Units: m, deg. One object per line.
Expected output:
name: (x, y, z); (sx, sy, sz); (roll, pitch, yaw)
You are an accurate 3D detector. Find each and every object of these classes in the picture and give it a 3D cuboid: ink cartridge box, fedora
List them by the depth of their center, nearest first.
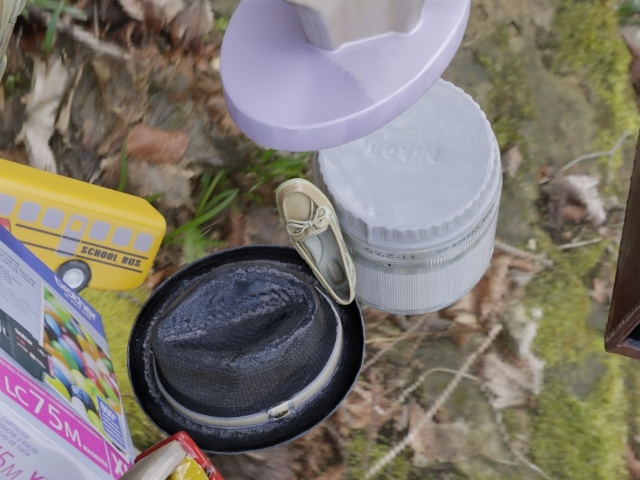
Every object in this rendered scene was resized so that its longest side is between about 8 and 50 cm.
ink cartridge box: (-0.236, 0.087, 1.049); (0.065, 0.311, 0.186); (-37, 128, 5)
fedora: (-0.109, 0.123, 1.760); (0.334, 0.152, 0.334); (-2, 66, 5)

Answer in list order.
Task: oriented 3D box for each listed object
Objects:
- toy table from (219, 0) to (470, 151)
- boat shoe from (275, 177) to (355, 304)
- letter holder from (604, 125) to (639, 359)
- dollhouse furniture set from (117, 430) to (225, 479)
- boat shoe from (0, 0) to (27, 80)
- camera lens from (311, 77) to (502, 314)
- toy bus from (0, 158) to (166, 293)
toy table: (0.023, -0.215, 0.996); (0.252, 0.161, 0.274); (11, 50, 13)
boat shoe: (-0.002, 0.001, 1.417); (0.056, 0.048, 0.153); (-22, 120, 3)
letter holder: (0.271, -0.094, 0.684); (0.152, 0.214, 0.302); (15, 65, 2)
dollhouse furniture set: (-0.028, 0.305, 0.941); (0.374, 0.201, 0.152); (52, 44, -4)
boat shoe: (-0.180, -0.093, 0.579); (0.104, 0.285, 0.089); (36, 60, -18)
camera lens: (0.103, -0.048, 1.562); (0.219, 0.274, 0.219); (-2, 67, 4)
toy bus: (-0.377, -0.022, 1.687); (0.333, 0.108, 0.130); (16, 105, -36)
